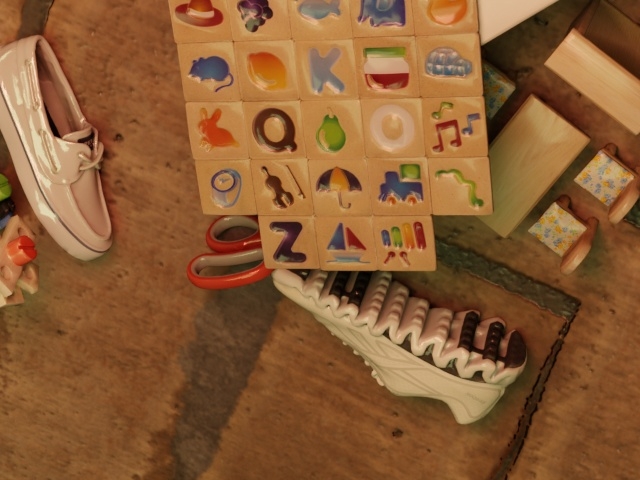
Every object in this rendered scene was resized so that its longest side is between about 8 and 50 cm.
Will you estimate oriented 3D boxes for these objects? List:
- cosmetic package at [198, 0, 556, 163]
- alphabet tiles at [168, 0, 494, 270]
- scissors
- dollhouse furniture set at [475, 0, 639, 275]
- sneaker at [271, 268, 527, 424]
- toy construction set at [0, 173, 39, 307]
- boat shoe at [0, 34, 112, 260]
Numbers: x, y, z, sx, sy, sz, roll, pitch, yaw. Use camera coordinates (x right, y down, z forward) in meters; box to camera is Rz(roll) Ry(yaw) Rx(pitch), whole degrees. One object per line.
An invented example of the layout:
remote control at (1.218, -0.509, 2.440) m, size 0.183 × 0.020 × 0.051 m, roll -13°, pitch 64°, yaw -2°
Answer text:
cosmetic package at (0.099, -0.250, 1.455) m, size 0.385 × 0.217 × 0.156 m, roll -31°, pitch 101°, yaw 24°
alphabet tiles at (0.009, -0.130, 1.411) m, size 0.285 × 0.011 × 0.342 m, roll 0°, pitch 113°, yaw 18°
scissors at (0.000, 0.000, 1.653) m, size 0.297 × 0.109 × 0.021 m, roll -6°, pitch 132°, yaw 17°
dollhouse furniture set at (0.222, -0.101, 1.506) m, size 0.212 × 0.161 × 0.242 m, roll 37°, pitch 117°, yaw -1°
sneaker at (0.071, 0.104, 1.675) m, size 0.292 × 0.110 × 0.118 m, roll 27°, pitch 126°, yaw 5°
toy construction set at (-0.453, 0.009, 1.728) m, size 0.328 × 0.215 × 0.151 m, roll -10°, pitch 109°, yaw 20°
boat shoe at (-0.284, -0.100, 1.699) m, size 0.084 × 0.095 × 0.258 m, roll -19°, pitch 106°, yaw 27°
